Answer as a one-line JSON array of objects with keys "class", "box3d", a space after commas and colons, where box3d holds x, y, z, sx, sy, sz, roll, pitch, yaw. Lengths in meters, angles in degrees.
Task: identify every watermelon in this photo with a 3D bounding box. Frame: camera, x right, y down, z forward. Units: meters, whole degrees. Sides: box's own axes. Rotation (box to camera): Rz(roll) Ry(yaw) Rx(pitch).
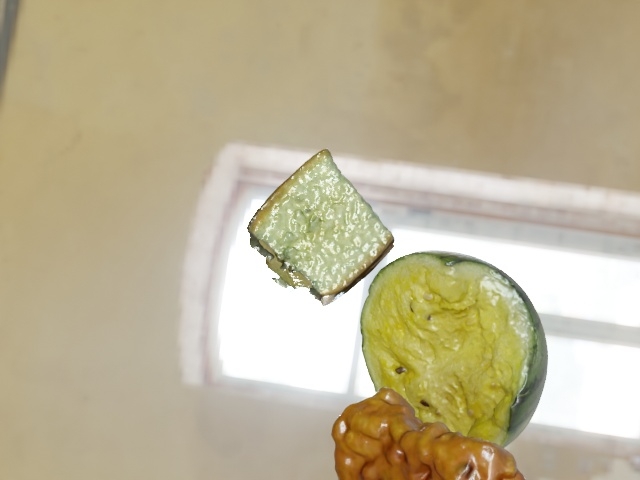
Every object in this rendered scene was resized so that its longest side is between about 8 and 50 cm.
[{"class": "watermelon", "box3d": [0.229, 0.166, 2.456, 0.189, 0.331, 0.331, -14, -60, -34]}]

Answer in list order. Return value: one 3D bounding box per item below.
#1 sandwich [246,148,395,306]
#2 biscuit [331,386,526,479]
[{"class": "sandwich", "box3d": [0.000, 0.000, 1.716, 0.128, 0.122, 0.236, -43, -4, -4]}, {"class": "biscuit", "box3d": [0.145, 0.346, 1.893, 0.110, 0.312, 0.318, -20, -66, -36]}]
